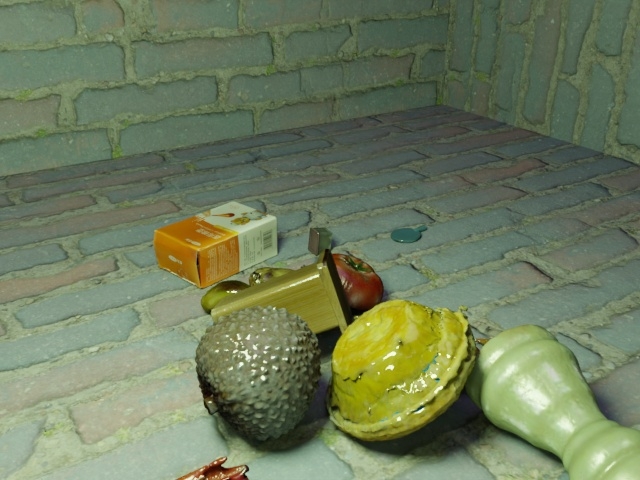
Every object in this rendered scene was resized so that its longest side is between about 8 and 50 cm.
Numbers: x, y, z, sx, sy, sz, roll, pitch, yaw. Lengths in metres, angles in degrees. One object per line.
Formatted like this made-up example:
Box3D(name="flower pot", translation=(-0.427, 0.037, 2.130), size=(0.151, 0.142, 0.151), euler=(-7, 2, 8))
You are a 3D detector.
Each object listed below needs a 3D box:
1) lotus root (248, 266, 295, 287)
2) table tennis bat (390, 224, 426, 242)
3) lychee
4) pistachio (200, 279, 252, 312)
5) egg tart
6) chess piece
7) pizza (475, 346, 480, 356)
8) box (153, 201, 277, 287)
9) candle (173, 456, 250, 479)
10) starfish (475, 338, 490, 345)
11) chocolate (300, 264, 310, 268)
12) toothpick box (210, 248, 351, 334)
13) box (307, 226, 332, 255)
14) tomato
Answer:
Box3D(name="lotus root", translation=(-0.119, 0.124, 1.993), size=(0.190, 0.094, 0.108), euler=(-3, 45, -26))
Box3D(name="table tennis bat", translation=(0.316, -0.025, 2.390), size=(0.155, 0.019, 0.100), euler=(-22, 33, -36))
Box3D(name="lychee", translation=(-0.125, 0.276, 1.428), size=(0.300, 0.300, 0.300), euler=(0, 25, 0))
Box3D(name="pistachio", translation=(-0.242, 0.158, 1.898), size=(0.189, 0.100, 0.110), euler=(2, 29, 8))
Box3D(name="egg tart", translation=(0.155, 0.254, 1.467), size=(0.388, 0.169, 0.388), euler=(-32, 20, 13))
Box3D(name="chess piece", translation=(0.501, 0.369, 1.320), size=(0.234, 0.234, 0.442), euler=(-10, 30, -21))
Box3D(name="pizza", translation=(0.277, 0.273, 1.643), size=(0.305, 0.086, 0.161), euler=(7, 36, 26))
Box3D(name="box", translation=(-0.331, 0.008, 2.174), size=(0.225, 0.143, 0.341), euler=(21, 31, 37))
Box3D(name="candle", translation=(-0.273, 0.484, 1.250), size=(0.301, 0.084, 0.059), euler=(-18, -2, -21))
Box3D(name="starfish", translation=(0.455, 0.300, 1.664), size=(0.227, 0.043, 0.240), euler=(-10, 24, -22))
Box3D(name="chocolate", translation=(-0.010, 0.166, 1.894), size=(0.161, 0.083, 0.261), euler=(28, 22, -4))
Box3D(name="toothpick box", translation=(-0.093, 0.170, 1.670), size=(0.308, 0.190, 0.187), euler=(-20, 10, 7))
Box3D(name="box", translation=(0.000, 0.000, 2.262), size=(0.063, 0.085, 0.060), euler=(-8, 25, -29))
Box3D(name="tomato", translation=(0.087, 0.103, 1.933), size=(0.225, 0.085, 0.225), euler=(23, 24, -11))
